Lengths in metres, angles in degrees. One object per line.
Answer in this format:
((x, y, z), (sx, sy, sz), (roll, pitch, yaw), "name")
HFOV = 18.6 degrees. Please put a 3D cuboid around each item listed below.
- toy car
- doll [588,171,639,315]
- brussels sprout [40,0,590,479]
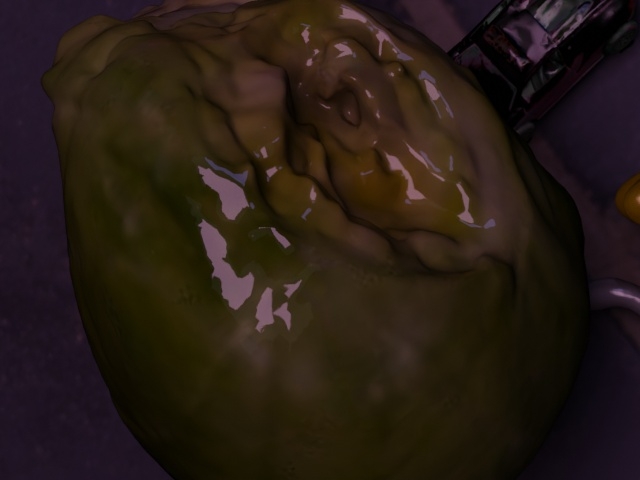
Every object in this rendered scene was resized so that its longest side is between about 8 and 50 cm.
((0.118, -0.109, 1.123), (0.142, 0.055, 0.069), (-45, 71, 16), "toy car")
((0.204, 0.011, 1.076), (0.135, 0.071, 0.113), (-26, 93, 25), "doll")
((0.000, 0.000, 1.035), (0.268, 0.344, 0.344), (-19, 76, -2), "brussels sprout")
